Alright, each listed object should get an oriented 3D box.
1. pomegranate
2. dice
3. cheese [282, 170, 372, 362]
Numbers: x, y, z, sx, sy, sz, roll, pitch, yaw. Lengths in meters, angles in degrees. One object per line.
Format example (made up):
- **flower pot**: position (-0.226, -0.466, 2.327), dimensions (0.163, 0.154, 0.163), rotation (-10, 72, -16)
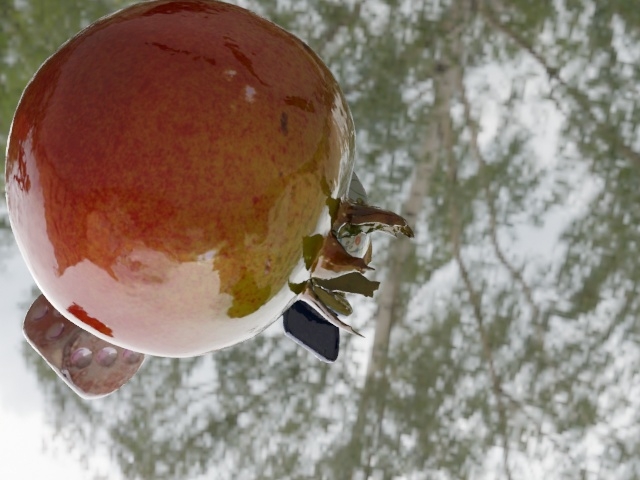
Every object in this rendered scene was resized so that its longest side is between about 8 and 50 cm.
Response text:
- **pomegranate**: position (-0.066, -0.034, 0.836), dimensions (0.256, 0.221, 0.221), rotation (25, -150, -3)
- **dice**: position (-0.231, 0.094, 1.341), dimensions (0.091, 0.093, 0.094), rotation (-42, -140, -9)
- **cheese**: position (0.000, 0.000, 1.282), dimensions (0.064, 0.156, 0.250), rotation (-25, -134, 33)
